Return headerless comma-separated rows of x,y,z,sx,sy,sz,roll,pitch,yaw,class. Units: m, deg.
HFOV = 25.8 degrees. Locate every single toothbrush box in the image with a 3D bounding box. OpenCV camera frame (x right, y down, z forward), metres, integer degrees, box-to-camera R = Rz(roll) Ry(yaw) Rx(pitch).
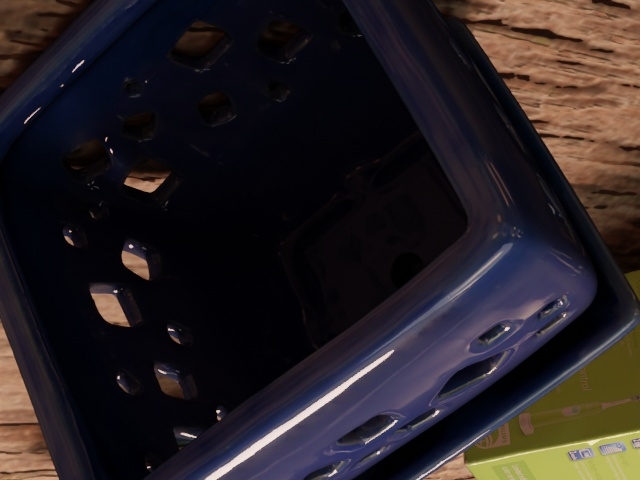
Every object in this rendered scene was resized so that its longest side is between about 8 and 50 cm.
0.254,0.113,0.987,0.283,0.122,0.206,-13,148,17,toothbrush box

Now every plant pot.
0.000,0.000,0.662,0.236,0.236,0.212,-39,148,20,plant pot

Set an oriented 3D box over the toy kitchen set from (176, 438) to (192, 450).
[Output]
-0.061,0.170,0.979,0.207,0.122,0.166,-6,147,11,toy kitchen set
